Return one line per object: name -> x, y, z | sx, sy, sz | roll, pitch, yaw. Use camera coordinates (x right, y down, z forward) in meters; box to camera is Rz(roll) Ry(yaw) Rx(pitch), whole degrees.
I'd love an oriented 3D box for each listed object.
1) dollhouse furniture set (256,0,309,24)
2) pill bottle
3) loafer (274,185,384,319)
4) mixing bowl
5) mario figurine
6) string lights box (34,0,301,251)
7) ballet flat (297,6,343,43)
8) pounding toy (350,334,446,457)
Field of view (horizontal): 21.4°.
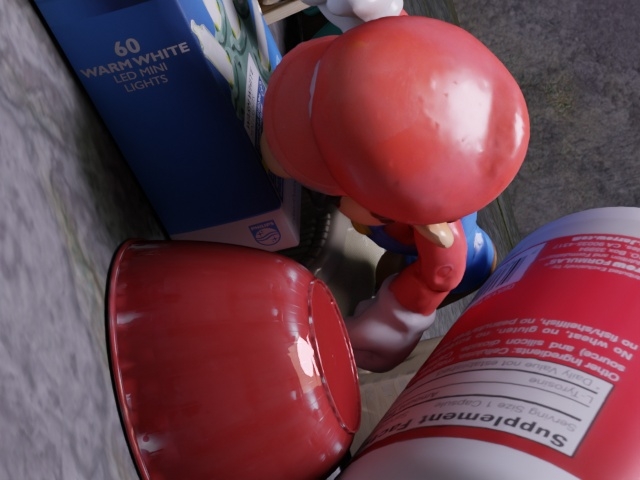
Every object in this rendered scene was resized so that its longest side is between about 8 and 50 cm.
dollhouse furniture set -> -0.076, -0.264, 1.255 | 0.161, 0.101, 0.182 | 43, -24, 63
pill bottle -> 0.129, 0.166, 0.967 | 0.407, 0.229, 0.229 | -47, 124, -49
loafer -> 0.000, 0.000, 1.208 | 0.268, 0.102, 0.092 | -64, 140, -58
mixing bowl -> -0.037, 0.074, 0.928 | 0.181, 0.098, 0.181 | -15, 90, -79
mario figurine -> 0.025, -0.047, 1.017 | 0.198, 0.170, 0.320 | 49, -2, 16
string lights box -> -0.088, -0.120, 0.970 | 0.133, 0.077, 0.259 | -90, 161, -44
ballet flat -> 0.036, -0.182, 1.508 | 0.106, 0.107, 0.316 | 24, 45, -35
pounding toy -> 0.086, 0.189, 1.364 | 0.181, 0.094, 0.206 | -43, 118, -76
